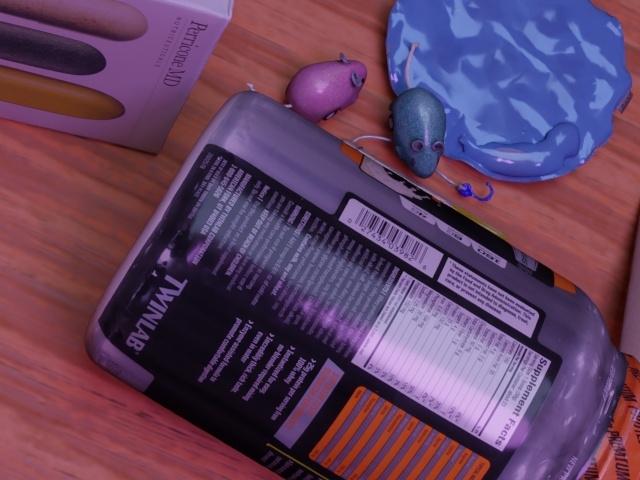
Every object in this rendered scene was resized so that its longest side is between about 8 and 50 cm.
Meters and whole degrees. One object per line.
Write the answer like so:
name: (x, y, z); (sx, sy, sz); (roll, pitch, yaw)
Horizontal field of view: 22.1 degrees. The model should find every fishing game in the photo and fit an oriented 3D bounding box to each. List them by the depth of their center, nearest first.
fishing game: (0.137, -0.130, 1.192); (0.189, 0.041, 0.264); (27, 71, -5)

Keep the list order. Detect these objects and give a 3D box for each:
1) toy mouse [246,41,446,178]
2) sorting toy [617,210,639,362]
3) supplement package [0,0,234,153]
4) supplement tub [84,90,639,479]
toy mouse: (0.034, -0.088, 1.123); (0.161, 0.031, 0.143); (35, 71, 3)
sorting toy: (0.311, 0.066, 1.152); (0.208, 0.038, 0.193); (23, 46, -4)
supplement package: (-0.192, -0.206, 1.018); (0.262, 0.199, 0.198); (13, 65, -14)
supplement tub: (0.035, 0.066, 0.988); (0.316, 0.193, 0.193); (32, 62, -5)
